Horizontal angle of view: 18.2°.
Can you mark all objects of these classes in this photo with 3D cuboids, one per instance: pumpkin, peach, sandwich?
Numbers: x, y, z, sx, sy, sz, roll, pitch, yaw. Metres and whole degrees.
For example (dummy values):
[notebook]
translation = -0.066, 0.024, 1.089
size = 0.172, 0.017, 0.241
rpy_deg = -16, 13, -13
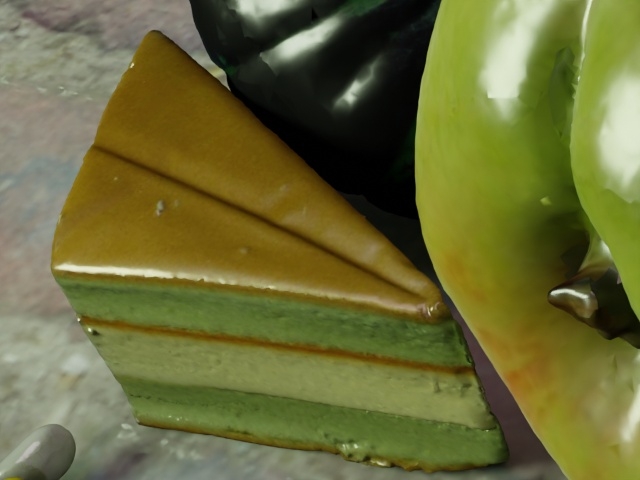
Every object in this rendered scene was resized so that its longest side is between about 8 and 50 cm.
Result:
[pumpkin]
translation = 0.058, -0.132, 0.869
size = 0.248, 0.248, 0.248
rpy_deg = -11, 45, 11
[peach]
translation = 0.200, -0.041, 0.643
size = 0.316, 0.314, 0.281
rpy_deg = -14, 43, -19
[sandwich]
translation = 0.000, 0.000, 0.814
size = 0.187, 0.117, 0.144
rpy_deg = 5, 53, 26

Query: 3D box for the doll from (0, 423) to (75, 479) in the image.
[doll]
translation = -0.139, 0.125, 0.794
size = 0.113, 0.071, 0.135
rpy_deg = -7, 36, 40
